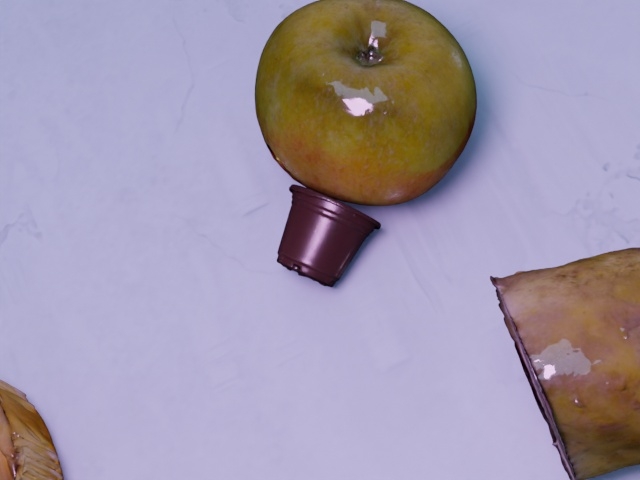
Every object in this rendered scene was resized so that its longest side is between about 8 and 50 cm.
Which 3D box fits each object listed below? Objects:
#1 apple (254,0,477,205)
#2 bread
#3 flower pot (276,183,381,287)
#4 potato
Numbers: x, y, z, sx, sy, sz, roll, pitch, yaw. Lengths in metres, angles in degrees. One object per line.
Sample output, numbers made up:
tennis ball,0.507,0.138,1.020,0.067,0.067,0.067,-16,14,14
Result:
apple,0.049,-0.161,1.627,0.261,0.194,0.260,1,53,-2
bread,-0.360,0.236,1.597,0.132,0.114,0.190,-36,51,6
flower pot,0.000,0.000,1.632,0.111,0.111,0.089,22,86,24
potato,0.327,0.106,1.426,0.266,0.229,0.229,-19,60,0
